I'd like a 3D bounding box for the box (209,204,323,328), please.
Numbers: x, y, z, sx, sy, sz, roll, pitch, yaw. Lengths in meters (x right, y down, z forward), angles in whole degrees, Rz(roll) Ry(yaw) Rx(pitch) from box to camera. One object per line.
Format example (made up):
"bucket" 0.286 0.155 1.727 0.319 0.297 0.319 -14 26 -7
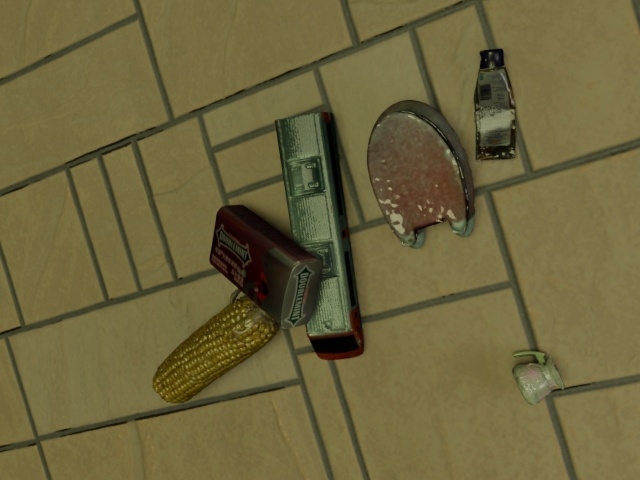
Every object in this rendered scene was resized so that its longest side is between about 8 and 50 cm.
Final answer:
"box" -0.094 0.037 1.116 0.224 0.069 0.120 37 123 42

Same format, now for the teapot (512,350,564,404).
"teapot" 0.326 0.201 1.042 0.064 0.064 0.083 -27 55 14

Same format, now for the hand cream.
"hand cream" 0.259 -0.202 1.030 0.062 0.039 0.163 -1 102 19

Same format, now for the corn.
"corn" -0.190 0.194 1.207 0.293 0.106 0.106 -39 82 21

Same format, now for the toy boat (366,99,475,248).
"toy boat" 0.157 -0.105 1.065 0.155 0.085 0.228 -14 103 30

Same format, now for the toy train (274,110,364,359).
"toy train" 0.000 0.000 1.122 0.086 0.089 0.410 -7 93 16
